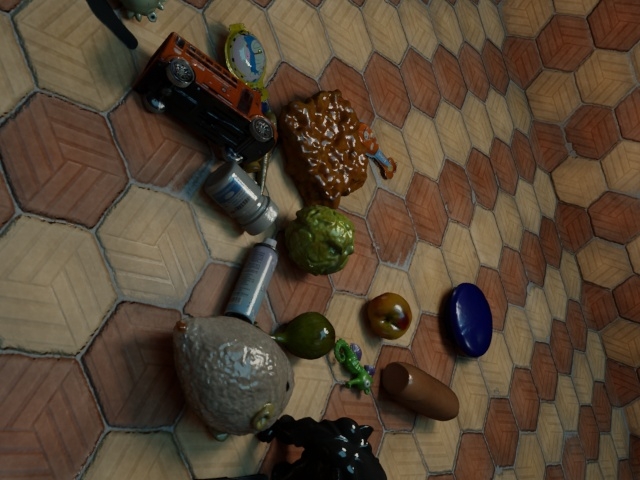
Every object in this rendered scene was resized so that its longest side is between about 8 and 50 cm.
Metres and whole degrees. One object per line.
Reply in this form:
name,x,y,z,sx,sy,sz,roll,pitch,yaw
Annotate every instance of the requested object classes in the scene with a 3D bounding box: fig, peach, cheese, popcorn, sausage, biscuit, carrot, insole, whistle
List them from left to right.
insole,-0.463,-0.490,1.341,0.153,0.002,0.053,48,48,-28
whistle,-0.432,-0.602,1.333,0.102,0.106,0.253,-45,119,-34
cheese,-0.185,-0.443,1.592,0.156,0.064,0.250,-32,116,-46
carrot,-0.147,-0.224,1.588,0.049,0.049,0.254,20,71,-44
fig,-0.072,0.233,1.494,0.236,0.124,0.124,9,72,-36
popcorn,0.000,0.000,1.606,0.212,0.198,0.198,-5,82,-75
biscuit,0.020,-0.263,1.734,0.312,0.110,0.318,-36,106,-48
cheese,0.172,-0.298,1.965,0.256,0.037,0.106,42,53,-32
peach,0.208,0.222,1.794,0.138,0.138,0.138,16,68,-45
sausage,0.313,0.465,1.842,0.304,0.121,0.121,34,56,-36

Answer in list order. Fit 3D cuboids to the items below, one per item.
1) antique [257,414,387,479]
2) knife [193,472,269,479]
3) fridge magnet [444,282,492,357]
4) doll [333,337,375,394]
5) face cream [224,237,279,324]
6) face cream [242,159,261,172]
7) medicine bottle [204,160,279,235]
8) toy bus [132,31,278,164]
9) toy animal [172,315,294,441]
antique,0.026,0.531,1.410,0.322,0.255,0.185,55,48,-19
knife,-0.190,0.549,1.341,0.230,0.028,0.060,18,78,-47
fridge magnet,0.526,0.280,2.138,0.265,0.112,0.265,15,69,-45
doll,0.091,0.351,1.684,0.190,0.050,0.115,60,37,-15
face cream,-0.158,0.092,1.461,0.075,0.075,0.229,43,52,-32
face cream,-0.191,-0.263,1.542,0.072,0.051,0.182,-8,84,-47
medicine bottle,-0.190,-0.101,1.458,0.168,0.105,0.105,46,49,-29
toy bus,-0.249,-0.320,1.405,0.329,0.143,0.153,33,49,-27
toy animal,-0.185,0.290,1.291,0.358,0.188,0.226,41,46,-32
